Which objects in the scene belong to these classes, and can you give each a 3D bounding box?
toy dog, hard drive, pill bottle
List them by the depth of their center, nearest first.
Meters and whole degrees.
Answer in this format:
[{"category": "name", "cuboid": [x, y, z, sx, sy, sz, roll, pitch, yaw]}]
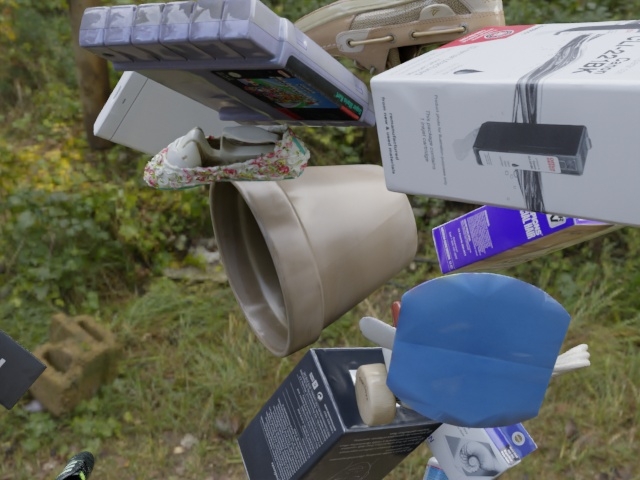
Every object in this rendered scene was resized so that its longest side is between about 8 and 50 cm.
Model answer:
[{"category": "toy dog", "cuboid": [0.142, 0.123, 0.933, 0.220, 0.333, 0.161, -2, 69, -32]}, {"category": "hard drive", "cuboid": [-0.270, -0.254, 1.612, 0.353, 0.233, 0.047, 18, 42, -32]}, {"category": "pill bottle", "cuboid": [0.294, 0.586, 1.831, 0.087, 0.160, 0.087, 19, -12, 4]}]

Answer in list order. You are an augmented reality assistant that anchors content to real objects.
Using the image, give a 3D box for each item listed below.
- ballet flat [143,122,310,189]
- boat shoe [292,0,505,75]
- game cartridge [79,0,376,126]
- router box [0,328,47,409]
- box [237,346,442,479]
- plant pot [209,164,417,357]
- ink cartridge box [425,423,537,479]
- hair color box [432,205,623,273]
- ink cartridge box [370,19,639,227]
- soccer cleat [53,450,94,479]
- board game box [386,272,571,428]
[{"category": "ballet flat", "cuboid": [-0.134, -0.121, 1.014, 0.241, 0.077, 0.091, -4, 49, 12]}, {"category": "boat shoe", "cuboid": [0.081, -0.272, 1.005, 0.341, 0.110, 0.121, -8, 10, 42]}, {"category": "game cartridge", "cuboid": [-0.089, -0.202, 0.930, 0.230, 0.068, 0.355, 10, -2, 26]}, {"category": "router box", "cuboid": [-0.554, 0.086, 1.032, 0.243, 0.309, 0.081, 17, 61, 44]}, {"category": "box", "cuboid": [0.037, 0.441, 1.744, 0.293, 0.395, 0.212, 5, 45, -36]}, {"category": "plant pot", "cuboid": [0.000, 0.000, 1.278, 0.280, 0.323, 0.323, -19, 34, -20]}, {"category": "ink cartridge box", "cuboid": [0.346, 0.445, 1.733, 0.045, 0.224, 0.223, -1, 50, -51]}, {"category": "hair color box", "cuboid": [0.402, -0.027, 1.456, 0.185, 0.110, 0.339, -2, -17, -35]}, {"category": "ink cartridge box", "cuboid": [0.212, -0.111, 0.643, 0.273, 0.114, 0.197, 13, 34, 43]}, {"category": "soccer cleat", "cuboid": [-0.495, 0.478, 1.514, 0.072, 0.060, 0.179, -24, 7, 17]}, {"category": "board game box", "cuboid": [0.129, 0.087, 0.636, 0.133, 0.169, 0.033, 9, 34, 5]}]
